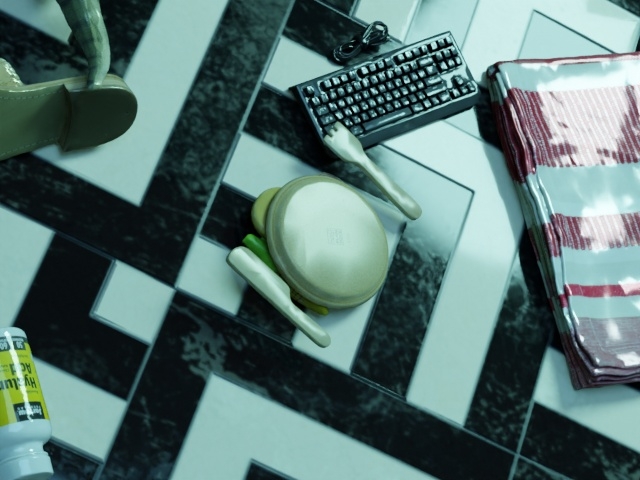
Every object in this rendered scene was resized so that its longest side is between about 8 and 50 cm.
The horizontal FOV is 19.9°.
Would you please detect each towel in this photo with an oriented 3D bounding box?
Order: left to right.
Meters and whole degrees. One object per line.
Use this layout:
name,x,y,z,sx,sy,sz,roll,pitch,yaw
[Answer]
towel,0.299,-0.029,1.717,0.237,0.037,0.329,-6,70,-26

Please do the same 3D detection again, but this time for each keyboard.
keyboard,0.057,-0.149,1.672,0.180,0.023,0.108,-22,78,-30

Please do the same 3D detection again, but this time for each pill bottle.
pill bottle,-0.242,0.130,1.395,0.065,0.065,0.116,-11,73,-27

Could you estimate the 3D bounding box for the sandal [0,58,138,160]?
sandal,-0.273,-0.115,1.498,0.240,0.088,0.079,-7,39,-33

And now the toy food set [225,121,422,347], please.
toy food set,0.000,0.000,1.579,0.132,0.038,0.192,45,53,-8

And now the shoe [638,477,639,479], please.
shoe,0.278,0.273,1.562,0.081,0.063,0.178,40,53,-1

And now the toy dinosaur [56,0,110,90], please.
toy dinosaur,-0.198,-0.239,1.565,0.118,0.064,0.268,-20,63,-19
